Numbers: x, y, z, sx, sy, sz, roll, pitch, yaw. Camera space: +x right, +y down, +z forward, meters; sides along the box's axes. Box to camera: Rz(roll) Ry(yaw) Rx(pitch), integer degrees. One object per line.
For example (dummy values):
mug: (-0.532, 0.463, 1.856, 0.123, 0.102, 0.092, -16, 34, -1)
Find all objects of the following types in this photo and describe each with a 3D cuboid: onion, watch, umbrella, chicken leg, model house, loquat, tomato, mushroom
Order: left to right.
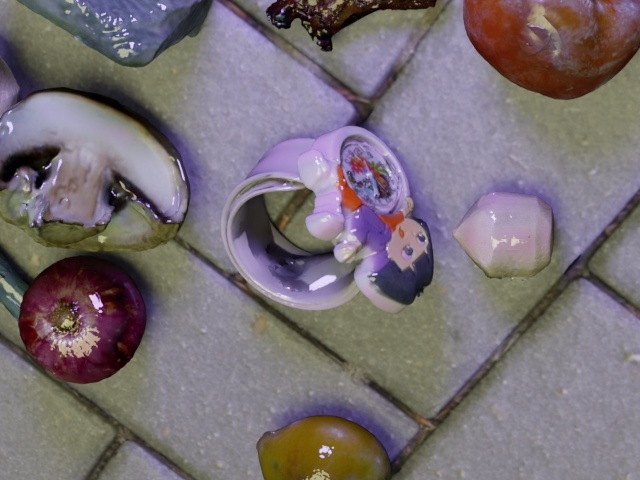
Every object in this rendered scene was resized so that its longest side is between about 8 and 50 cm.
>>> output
umbrella: (-0.430, 0.078, 2.049, 0.250, 0.052, 0.053, 46, 138, -4)
mushroom: (-0.316, -0.080, 1.860, 0.164, 0.267, 0.189, -36, 56, 58)
onion: (-0.328, 0.108, 1.975, 0.177, 0.153, 0.177, 3, 111, 7)
model house: (-0.229, -0.414, 1.672, 0.267, 0.194, 0.325, 31, 117, 3)
watch: (0.000, 0.000, 1.795, 0.231, 0.196, 0.244, -30, 106, 35)
loquat: (0.004, 0.314, 1.966, 0.195, 0.152, 0.152, 22, 120, 17)
chicken leg: (0.041, -0.295, 1.705, 0.234, 0.063, 0.105, -19, 112, 25)
tomato: (0.258, -0.252, 1.604, 0.214, 0.155, 0.180, 34, 124, 0)

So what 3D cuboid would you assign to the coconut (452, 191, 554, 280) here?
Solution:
coconut: (0.225, -0.005, 1.758, 0.124, 0.110, 0.110, 2, 115, 10)

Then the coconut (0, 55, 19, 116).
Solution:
coconut: (-0.523, -0.149, 1.872, 0.237, 0.237, 0.266, 23, 114, 7)
